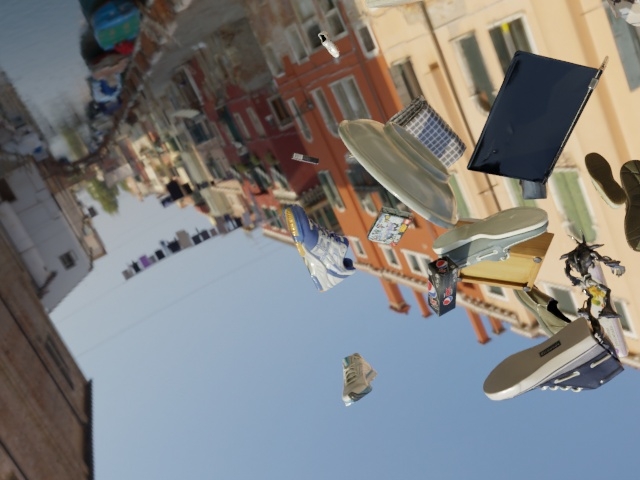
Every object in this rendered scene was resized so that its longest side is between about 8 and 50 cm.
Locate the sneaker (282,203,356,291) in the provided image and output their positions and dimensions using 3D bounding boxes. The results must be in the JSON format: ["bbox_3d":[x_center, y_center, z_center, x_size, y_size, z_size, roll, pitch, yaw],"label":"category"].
[{"bbox_3d":[0.000,0.000,1.598,0.131,0.296,0.112,-26,-136,0],"label":"sneaker"}]

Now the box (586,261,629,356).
[{"bbox_3d":[0.966,0.236,2.110,0.063,0.324,0.067,-18,-179,35],"label":"box"}]

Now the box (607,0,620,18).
[{"bbox_3d":[0.980,-0.806,2.072,0.028,0.081,0.136,-23,153,20],"label":"box"}]

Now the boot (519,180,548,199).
[{"bbox_3d":[0.845,-0.432,2.432,0.146,0.445,0.367,2,-143,34],"label":"boot"}]

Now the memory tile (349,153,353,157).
[{"bbox_3d":[0.179,-0.298,2.092,0.148,0.012,0.113,-9,-177,-21],"label":"memory tile"}]

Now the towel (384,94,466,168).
[{"bbox_3d":[0.290,-0.281,1.965,0.283,0.235,0.121,-42,-148,16],"label":"towel"}]

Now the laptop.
[{"bbox_3d":[0.681,-0.399,1.929,0.236,0.382,0.408,28,-146,15],"label":"laptop"}]

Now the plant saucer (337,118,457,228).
[{"bbox_3d":[0.225,-0.200,1.595,0.100,0.400,0.400,-48,-173,20],"label":"plant saucer"}]

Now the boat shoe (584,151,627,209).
[{"bbox_3d":[0.600,-0.125,1.318,0.050,0.135,0.045,-18,155,4],"label":"boat shoe"}]

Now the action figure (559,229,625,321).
[{"bbox_3d":[0.838,0.111,1.914,0.140,0.276,0.164,9,158,-37],"label":"action figure"}]

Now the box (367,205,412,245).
[{"bbox_3d":[0.201,-0.040,1.805,0.137,0.093,0.027,113,-14,-52],"label":"box"}]

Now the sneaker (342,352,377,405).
[{"bbox_3d":[0.072,0.303,1.383,0.071,0.083,0.190,-32,180,11],"label":"sneaker"}]

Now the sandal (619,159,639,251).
[{"bbox_3d":[0.752,-0.080,1.468,0.089,0.219,0.060,-10,167,14],"label":"sandal"}]

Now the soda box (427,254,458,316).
[{"bbox_3d":[0.314,0.119,1.601,0.060,0.169,0.053,-25,-133,-15],"label":"soda box"}]

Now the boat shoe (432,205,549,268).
[{"bbox_3d":[0.439,0.001,1.571,0.319,0.099,0.116,-19,-156,42],"label":"boat shoe"}]

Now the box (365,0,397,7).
[{"bbox_3d":[0.278,-0.816,1.918,0.121,0.148,0.311,-15,-161,-34],"label":"box"}]

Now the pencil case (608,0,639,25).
[{"bbox_3d":[1.028,-0.803,1.797,0.160,0.183,0.410,-40,180,-41],"label":"pencil case"}]

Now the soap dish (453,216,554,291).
[{"bbox_3d":[0.540,0.046,1.895,0.290,0.229,0.118,8,-126,9],"label":"soap dish"}]

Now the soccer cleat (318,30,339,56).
[{"bbox_3d":[0.023,-0.554,1.755,0.029,0.083,0.035,-28,-174,36],"label":"soccer cleat"}]

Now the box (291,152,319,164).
[{"bbox_3d":[-0.068,-0.359,2.723,0.116,0.029,0.162,13,-176,-6],"label":"box"}]

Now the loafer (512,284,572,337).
[{"bbox_3d":[0.709,0.198,1.967,0.094,0.251,0.087,-10,144,-40],"label":"loafer"}]

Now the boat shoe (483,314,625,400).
[{"bbox_3d":[0.590,0.340,1.559,0.340,0.158,0.127,-38,-165,27],"label":"boat shoe"}]
